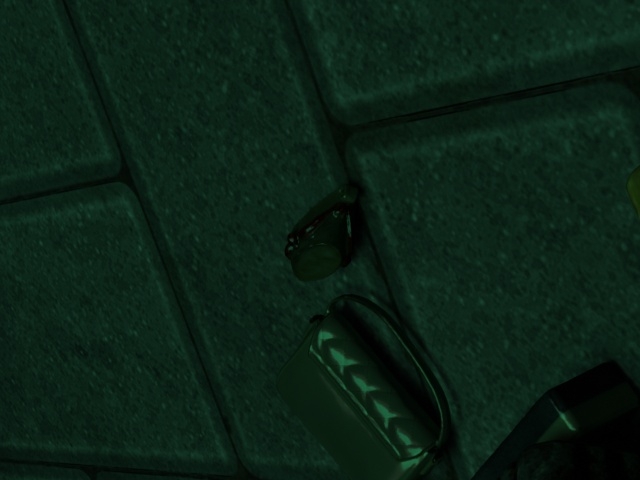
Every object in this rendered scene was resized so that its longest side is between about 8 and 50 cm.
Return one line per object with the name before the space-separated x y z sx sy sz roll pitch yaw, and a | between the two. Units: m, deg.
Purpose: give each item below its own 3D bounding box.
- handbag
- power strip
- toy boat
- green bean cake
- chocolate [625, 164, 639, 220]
handbag | 0.069 0.196 2.117 0.256 0.079 0.219 49 132 19
power strip | 0.259 0.238 1.866 0.070 0.105 0.256 57 146 19
toy boat | 0.000 0.001 2.077 0.089 0.071 0.185 21 145 -14
green bean cake | 0.295 0.303 1.779 0.198 0.233 0.097 113 165 -49
chocolate | 0.442 0.100 1.534 0.445 0.162 0.162 58 145 15
